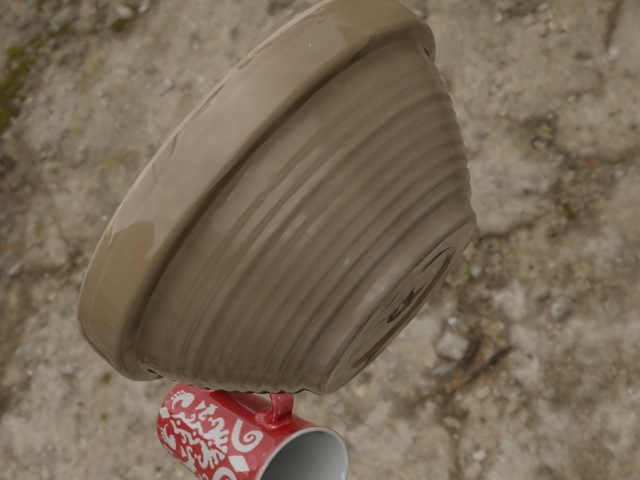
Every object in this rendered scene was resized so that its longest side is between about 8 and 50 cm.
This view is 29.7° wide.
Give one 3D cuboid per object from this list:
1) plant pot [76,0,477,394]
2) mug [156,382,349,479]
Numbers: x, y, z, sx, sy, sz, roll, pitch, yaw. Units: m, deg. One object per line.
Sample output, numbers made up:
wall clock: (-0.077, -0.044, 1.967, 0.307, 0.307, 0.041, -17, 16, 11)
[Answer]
plant pot: (0.000, 0.000, 0.609, 0.110, 0.237, 0.237, 41, 78, 14)
mug: (-0.064, 0.178, 1.132, 0.169, 0.113, 0.150, 23, 95, 46)
